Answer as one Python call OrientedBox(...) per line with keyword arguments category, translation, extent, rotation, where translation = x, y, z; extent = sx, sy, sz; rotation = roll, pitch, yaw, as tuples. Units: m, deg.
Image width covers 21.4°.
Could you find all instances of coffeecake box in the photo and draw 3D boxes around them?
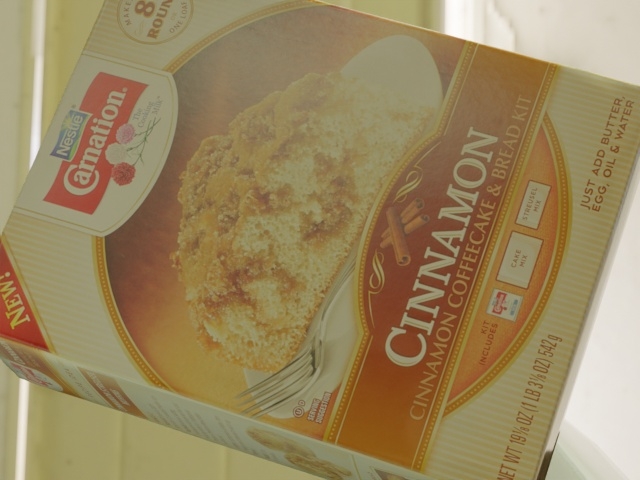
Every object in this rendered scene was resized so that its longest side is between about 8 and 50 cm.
OrientedBox(category="coffeecake box", translation=(0.000, 0.000, 0.560), extent=(0.186, 0.142, 0.068), rotation=(16, -18, 13))

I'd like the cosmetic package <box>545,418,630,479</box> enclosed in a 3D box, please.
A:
OrientedBox(category="cosmetic package", translation=(0.037, 0.213, 0.693), extent=(0.097, 0.284, 0.377), rotation=(41, 3, -9))
